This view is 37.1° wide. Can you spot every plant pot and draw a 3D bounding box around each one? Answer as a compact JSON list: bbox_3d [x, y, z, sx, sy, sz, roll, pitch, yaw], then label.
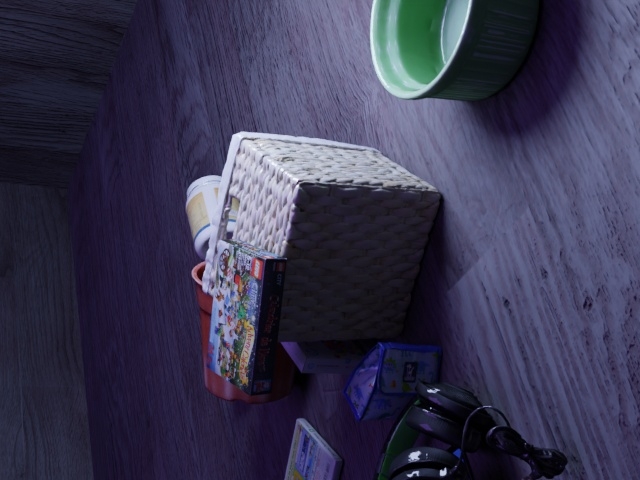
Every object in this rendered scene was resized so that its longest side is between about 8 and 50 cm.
[{"bbox_3d":[-0.152,0.199,2.101,0.272,0.273,0.265,-146,57,-59],"label":"plant pot"}]

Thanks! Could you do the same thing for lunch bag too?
[{"bbox_3d":[0.131,0.241,1.669,0.096,0.129,0.151,57,133,48],"label":"lunch bag"}]

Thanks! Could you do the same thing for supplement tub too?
[{"bbox_3d":[-0.268,-0.055,2.460,0.144,0.144,0.199,-60,37,40],"label":"supplement tub"}]

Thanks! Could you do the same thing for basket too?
[{"bbox_3d":[0.000,0.000,1.762,0.266,0.331,0.328,37,119,52],"label":"basket"}]

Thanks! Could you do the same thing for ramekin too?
[{"bbox_3d":[0.221,-0.373,1.575,0.303,0.148,0.303,-16,72,61],"label":"ramekin"}]

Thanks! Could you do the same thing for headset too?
[{"bbox_3d":[0.208,0.342,1.487,0.394,0.185,0.243,-47,20,62],"label":"headset"}]

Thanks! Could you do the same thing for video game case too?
[{"bbox_3d":[-0.022,0.517,2.032,0.193,0.023,0.212,35,117,59],"label":"video game case"}]

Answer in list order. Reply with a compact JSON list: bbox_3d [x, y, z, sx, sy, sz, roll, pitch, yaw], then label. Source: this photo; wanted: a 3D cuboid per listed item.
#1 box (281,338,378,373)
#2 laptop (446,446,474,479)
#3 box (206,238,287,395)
[{"bbox_3d":[0.024,0.203,1.818,0.145,0.186,0.038,48,127,55],"label":"box"},{"bbox_3d":[0.155,0.500,1.573,0.136,0.264,0.234,45,136,9],"label":"laptop"},{"bbox_3d":[-0.128,0.126,1.618,0.159,0.044,0.233,19,106,54],"label":"box"}]
